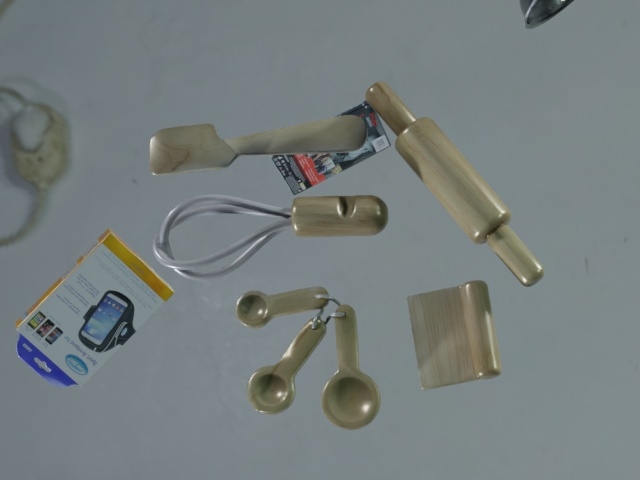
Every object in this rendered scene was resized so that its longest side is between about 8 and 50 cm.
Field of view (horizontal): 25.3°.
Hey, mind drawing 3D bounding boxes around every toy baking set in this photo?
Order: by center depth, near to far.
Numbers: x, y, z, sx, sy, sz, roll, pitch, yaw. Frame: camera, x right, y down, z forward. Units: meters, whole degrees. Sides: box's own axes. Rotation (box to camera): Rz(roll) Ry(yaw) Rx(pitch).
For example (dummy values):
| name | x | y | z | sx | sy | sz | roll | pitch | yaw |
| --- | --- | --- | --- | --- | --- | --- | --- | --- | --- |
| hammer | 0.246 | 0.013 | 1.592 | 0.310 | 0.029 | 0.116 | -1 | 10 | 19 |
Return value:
| name | x | y | z | sx | sy | sz | roll | pitch | yaw |
| --- | --- | --- | --- | --- | --- | --- | --- | --- | --- |
| toy baking set | 0.006 | -0.003 | 0.875 | 0.197 | 0.030 | 0.256 | -34 | 72 | -1 |

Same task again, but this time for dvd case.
| name | x | y | z | sx | sy | sz | roll | pitch | yaw |
| --- | --- | --- | --- | --- | --- | --- | --- | --- | --- |
| dvd case | 0.011 | -0.097 | 1.496 | 0.119 | 0.087 | 0.013 | -26 | 60 | 4 |

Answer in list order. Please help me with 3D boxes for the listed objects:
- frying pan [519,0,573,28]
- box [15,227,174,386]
| name | x | y | z | sx | sy | sz | roll | pitch | yaw |
| --- | --- | --- | --- | --- | --- | --- | --- | --- | --- |
| frying pan | 0.317 | -0.342 | 1.447 | 0.053 | 0.197 | 0.326 | 47 | 107 | 10 |
| box | -0.206 | 0.065 | 1.268 | 0.136 | 0.028 | 0.081 | -45 | 107 | 0 |
